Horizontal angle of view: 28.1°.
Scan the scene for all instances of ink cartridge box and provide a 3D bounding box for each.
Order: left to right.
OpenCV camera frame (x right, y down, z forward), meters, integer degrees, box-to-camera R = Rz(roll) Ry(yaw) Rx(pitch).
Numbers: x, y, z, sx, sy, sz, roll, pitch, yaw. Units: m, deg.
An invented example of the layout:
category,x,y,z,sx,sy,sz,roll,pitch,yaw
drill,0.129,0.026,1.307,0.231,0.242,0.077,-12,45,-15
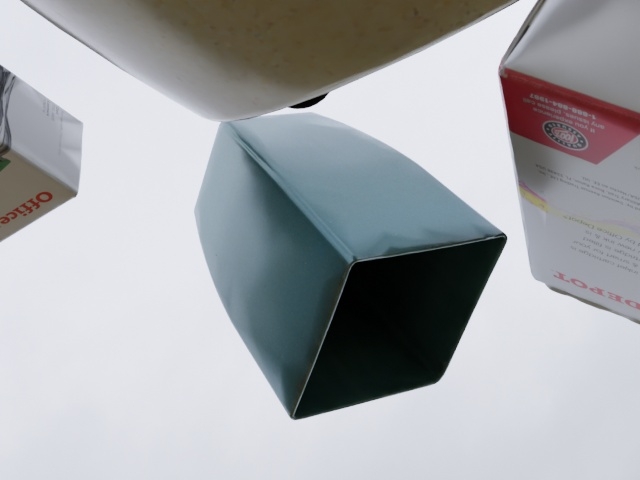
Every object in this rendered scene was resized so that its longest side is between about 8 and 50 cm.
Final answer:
category,x,y,z,sx,sy,sz,roll,pitch,yaw
ink cartridge box,-0.332,-0.087,1.083,0.160,0.093,0.219,-28,-43,26
ink cartridge box,0.272,-0.050,0.977,0.226,0.131,0.306,23,-20,24

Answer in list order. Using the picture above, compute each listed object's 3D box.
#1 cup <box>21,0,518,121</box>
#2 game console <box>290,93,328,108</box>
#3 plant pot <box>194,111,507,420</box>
category,x,y,z,sx,sy,sz,roll,pitch,yaw
cup,-0.016,-0.181,0.415,0.331,0.331,0.237,-25,-76,11
game console,0.053,-0.251,0.834,0.213,0.044,0.361,29,-88,-15
plant pot,0.000,0.000,1.085,0.165,0.234,0.166,-9,-47,-37
